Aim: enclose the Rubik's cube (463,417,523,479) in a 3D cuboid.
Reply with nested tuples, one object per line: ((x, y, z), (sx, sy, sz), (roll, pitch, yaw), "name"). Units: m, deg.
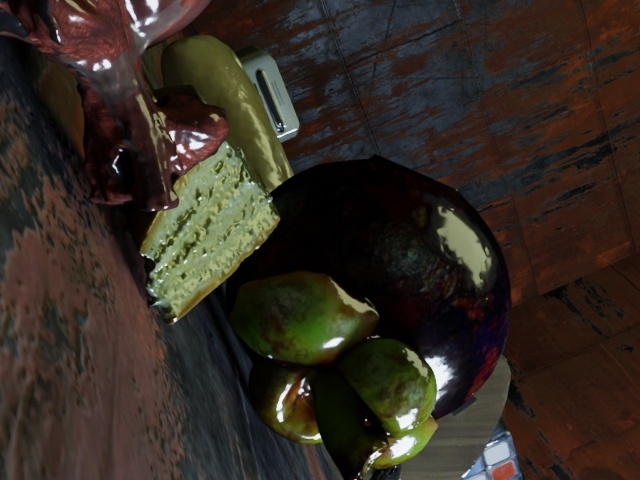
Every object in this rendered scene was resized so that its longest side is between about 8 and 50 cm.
((0.187, 0.395, 1.442), (0.292, 0.287, 0.293), (-116, -177, -51), "Rubik's cube")

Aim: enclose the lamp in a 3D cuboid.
((-0.122, -0.153, 0.431), (0.223, 0.151, 0.215), (-67, 151, -23), "lamp")

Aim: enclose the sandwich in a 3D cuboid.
((-0.098, -0.045, 0.575), (0.094, 0.096, 0.258), (61, 0, -33), "sandwich")

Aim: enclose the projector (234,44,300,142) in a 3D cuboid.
((-0.145, -0.227, 1.308), (0.242, 0.177, 0.163), (-121, -171, -73), "projector")

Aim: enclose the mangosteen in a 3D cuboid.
((0.045, 0.066, 0.779), (0.311, 0.311, 0.311), (156, -90, -89), "mangosteen")

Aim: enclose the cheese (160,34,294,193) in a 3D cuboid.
((-0.103, -0.089, 1.003), (0.351, 0.130, 0.328), (-118, -173, -54), "cheese")

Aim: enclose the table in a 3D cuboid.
((0.080, 0.245, 1.044), (0.317, 0.317, 0.249), (66, 11, 17), "table")
